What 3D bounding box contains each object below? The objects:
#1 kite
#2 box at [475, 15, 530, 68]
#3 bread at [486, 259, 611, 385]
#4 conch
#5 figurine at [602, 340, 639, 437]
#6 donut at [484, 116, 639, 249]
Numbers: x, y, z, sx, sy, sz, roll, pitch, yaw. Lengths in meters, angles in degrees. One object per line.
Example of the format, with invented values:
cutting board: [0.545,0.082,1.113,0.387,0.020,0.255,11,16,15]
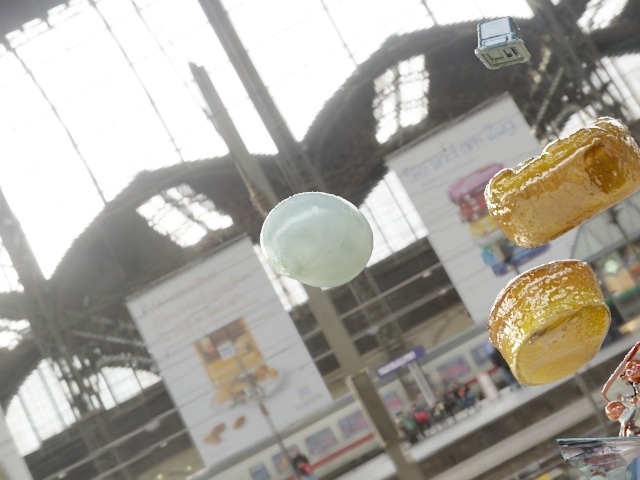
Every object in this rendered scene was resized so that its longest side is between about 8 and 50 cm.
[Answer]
kite: [0.469,0.394,1.344,0.314,0.335,0.011,-40,-45,-6]
box: [0.297,-0.325,1.498,0.074,0.054,0.099,-8,-11,24]
bread: [0.398,0.141,1.608,0.195,0.143,0.270,-14,-38,-9]
conch: [0.000,0.002,1.719,0.221,0.185,0.121,-9,16,-11]
figurine: [0.547,0.310,1.479,0.226,0.183,0.160,-46,-18,-52]
donut: [0.325,-0.076,1.217,0.226,0.114,0.226,-29,-5,-3]
